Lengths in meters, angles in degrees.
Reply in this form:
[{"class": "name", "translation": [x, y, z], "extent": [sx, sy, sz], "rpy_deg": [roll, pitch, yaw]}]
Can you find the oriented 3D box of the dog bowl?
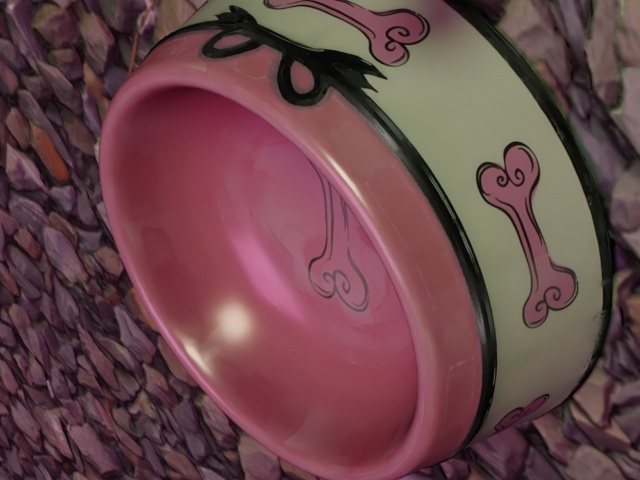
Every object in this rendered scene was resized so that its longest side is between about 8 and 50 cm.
[{"class": "dog bowl", "translation": [0.000, 0.000, 0.909], "extent": [0.408, 0.150, 0.408], "rpy_deg": [32, 140, 32]}]
